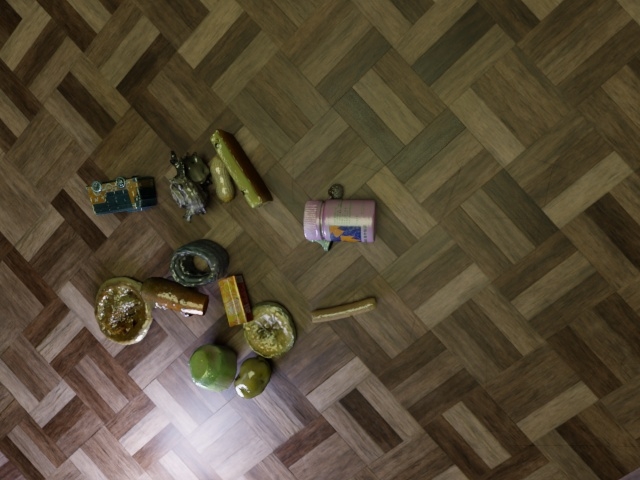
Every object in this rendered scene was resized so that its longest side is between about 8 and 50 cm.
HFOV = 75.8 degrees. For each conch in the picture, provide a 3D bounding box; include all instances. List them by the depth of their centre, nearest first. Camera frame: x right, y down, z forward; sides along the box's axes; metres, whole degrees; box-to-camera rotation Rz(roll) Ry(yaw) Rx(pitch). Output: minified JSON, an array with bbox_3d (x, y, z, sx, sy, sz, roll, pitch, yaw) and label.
[{"bbox_3d":[-0.582,-0.238,1.792,0.186,0.240,0.313,-1,86,-3],"label":"conch"}]

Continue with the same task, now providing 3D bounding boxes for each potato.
[{"bbox_3d":[-0.311,0.636,1.914,0.137,0.154,0.200,29,103,21],"label":"potato"}]

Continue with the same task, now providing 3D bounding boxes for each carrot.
[{"bbox_3d":[-0.653,0.248,1.843,0.301,0.139,0.139,12,101,3],"label":"carrot"}]

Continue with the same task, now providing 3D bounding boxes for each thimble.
[{"bbox_3d":[-0.551,0.110,1.871,0.236,0.172,0.205,19,105,5],"label":"thimble"}]

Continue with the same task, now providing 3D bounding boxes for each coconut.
[{"bbox_3d":[-0.498,0.591,1.921,0.236,0.236,0.205,20,74,7],"label":"coconut"}]

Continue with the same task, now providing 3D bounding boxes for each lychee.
[{"bbox_3d":[0.063,-0.204,1.760,0.068,0.067,0.083,42,85,-16],"label":"lychee"}]

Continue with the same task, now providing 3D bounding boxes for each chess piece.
[{"bbox_3d":[0.000,0.000,1.808,0.103,0.067,0.067,22,102,15],"label":"chess piece"}]

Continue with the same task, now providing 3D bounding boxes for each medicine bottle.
[{"bbox_3d":[0.085,-0.083,1.717,0.290,0.178,0.178,1,99,9],"label":"medicine bottle"}]

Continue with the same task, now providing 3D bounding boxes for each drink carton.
[{"bbox_3d":[-0.389,0.275,1.890,0.096,0.071,0.223,-19,83,18],"label":"drink carton"}]

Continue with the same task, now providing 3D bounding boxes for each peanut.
[{"bbox_3d":[-0.438,-0.274,1.832,0.087,0.087,0.207,-11,97,12],"label":"peanut"}]

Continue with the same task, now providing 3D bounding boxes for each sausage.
[{"bbox_3d":[0.105,0.313,1.836,0.301,0.066,0.066,-14,96,14],"label":"sausage"}]

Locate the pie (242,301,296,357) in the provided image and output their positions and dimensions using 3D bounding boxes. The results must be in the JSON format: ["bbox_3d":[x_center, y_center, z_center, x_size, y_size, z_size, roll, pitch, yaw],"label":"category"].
[{"bbox_3d":[-0.237,0.418,1.918,0.274,0.055,0.274,2,99,11],"label":"pie"}]

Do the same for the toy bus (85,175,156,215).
[{"bbox_3d":[-0.914,-0.210,1.906,0.275,0.138,0.167,-8,99,13],"label":"toy bus"}]

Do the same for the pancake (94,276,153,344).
[{"bbox_3d":[-0.978,0.349,2.041,0.356,0.065,0.356,1,95,12],"label":"pancake"}]

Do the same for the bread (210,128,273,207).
[{"bbox_3d":[-0.343,-0.308,1.784,0.077,0.138,0.361,-32,92,16],"label":"bread"}]

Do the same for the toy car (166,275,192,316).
[{"bbox_3d":[-0.665,0.263,1.956,0.108,0.089,0.210,-11,95,11],"label":"toy car"}]
